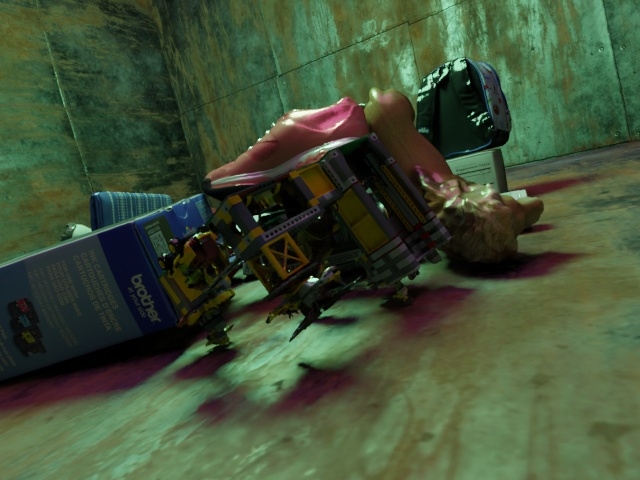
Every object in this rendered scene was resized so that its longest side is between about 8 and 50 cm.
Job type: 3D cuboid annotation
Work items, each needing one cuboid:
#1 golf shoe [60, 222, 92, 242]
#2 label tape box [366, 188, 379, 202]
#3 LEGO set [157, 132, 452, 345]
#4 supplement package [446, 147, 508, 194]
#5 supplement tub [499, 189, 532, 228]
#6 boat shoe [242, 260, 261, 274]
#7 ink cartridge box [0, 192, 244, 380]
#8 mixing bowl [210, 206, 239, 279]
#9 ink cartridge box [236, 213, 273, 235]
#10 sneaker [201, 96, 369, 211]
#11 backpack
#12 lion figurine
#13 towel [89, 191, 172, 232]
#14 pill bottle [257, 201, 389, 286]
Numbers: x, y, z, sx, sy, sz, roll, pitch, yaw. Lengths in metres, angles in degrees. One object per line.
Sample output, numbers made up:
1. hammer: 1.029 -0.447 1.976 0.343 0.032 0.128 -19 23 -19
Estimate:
1. golf shoe: -0.530 0.042 1.092 0.120 0.105 0.273 -3 -32 8
2. label tape box: 0.156 -0.165 1.325 0.333 0.106 0.240 -33 -11 25
3. LEGO set: -0.002 0.032 0.520 0.255 0.192 0.331 -39 -5 38
4. supplement package: 0.415 -0.168 1.250 0.204 0.145 0.262 -10 8 29
5. supplement tub: 0.312 -0.046 0.774 0.107 0.071 0.071 -10 8 21
6. boat shoe: -0.137 0.032 1.001 0.070 0.078 0.219 5 16 -7
7. ink cartridge box: -0.309 0.050 0.658 0.395 0.151 0.270 -19 12 8
8. mixing bowl: -0.230 0.030 0.914 0.098 0.181 0.181 25 29 34
9. ink cartridge box: -0.213 -0.012 1.213 0.212 0.093 0.154 6 27 43
10. sneaker: -0.056 -0.136 0.710 0.313 0.136 0.116 -11 -21 27
11. backpack: 0.412 -0.381 1.262 0.213 0.263 0.276 -19 7 -43
12. lion figurine: 0.151 -0.120 0.674 0.142 0.392 0.240 -43 -16 11
13. towel: -0.456 0.003 1.090 0.040 0.243 0.336 -2 4 8
14. pill bottle: 0.022 -0.006 0.759 0.245 0.130 0.130 -13 7 4
